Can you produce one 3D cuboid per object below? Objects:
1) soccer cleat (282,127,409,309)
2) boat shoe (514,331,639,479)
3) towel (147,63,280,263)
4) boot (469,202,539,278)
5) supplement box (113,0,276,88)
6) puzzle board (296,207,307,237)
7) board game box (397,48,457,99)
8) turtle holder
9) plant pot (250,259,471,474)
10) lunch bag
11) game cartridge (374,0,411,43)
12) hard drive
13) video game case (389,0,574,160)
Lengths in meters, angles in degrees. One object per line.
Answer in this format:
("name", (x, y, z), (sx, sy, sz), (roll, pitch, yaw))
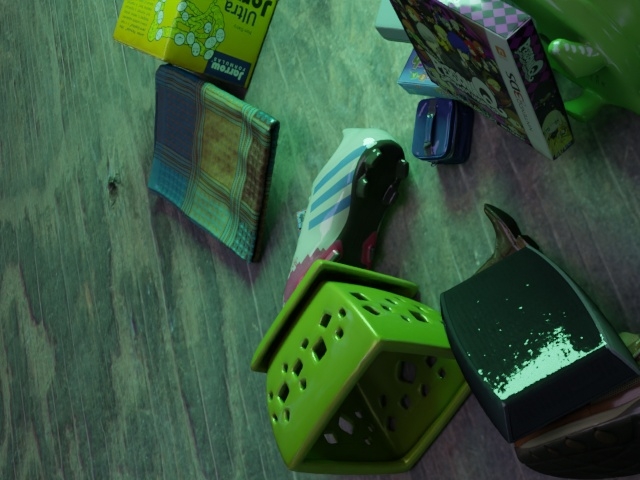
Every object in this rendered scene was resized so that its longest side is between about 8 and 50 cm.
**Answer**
("soccer cleat", (0.024, -0.017, 1.296), (0.143, 0.116, 0.331), (39, 106, 55))
("boat shoe", (0.358, 0.161, 0.919), (0.324, 0.122, 0.120), (-33, 36, 32))
("towel", (-0.208, -0.149, 1.545), (0.370, 0.040, 0.271), (33, 123, 43))
("boot", (0.223, 0.022, 1.130), (0.114, 0.037, 0.106), (-58, 46, 27))
("supplement box", (-0.201, -0.487, 1.540), (0.195, 0.194, 0.356), (30, 104, 45))
("puzzle board", (0.000, 0.000, 1.374), (0.096, 0.011, 0.128), (-22, 67, 41))
("board game box", (0.213, -0.292, 1.158), (0.160, 0.039, 0.211), (18, 79, 46))
("turtle holder", (0.326, -0.271, 0.938), (0.227, 0.243, 0.320), (-48, 46, 6))
("plant pot", (0.051, 0.161, 1.146), (0.228, 0.227, 0.207), (-57, 43, 21))
("lunch bag", (0.168, -0.150, 1.194), (0.067, 0.065, 0.098), (1, 83, 46))
("game cartridge", (0.202, -0.398, 1.164), (0.198, 0.062, 0.297), (22, 80, 51))
("hard drive", (0.232, 0.103, 0.971), (0.172, 0.054, 0.254), (-29, 27, 6))
("video game case", (0.176, -0.214, 0.973), (0.042, 0.210, 0.232), (-43, 49, -3))
